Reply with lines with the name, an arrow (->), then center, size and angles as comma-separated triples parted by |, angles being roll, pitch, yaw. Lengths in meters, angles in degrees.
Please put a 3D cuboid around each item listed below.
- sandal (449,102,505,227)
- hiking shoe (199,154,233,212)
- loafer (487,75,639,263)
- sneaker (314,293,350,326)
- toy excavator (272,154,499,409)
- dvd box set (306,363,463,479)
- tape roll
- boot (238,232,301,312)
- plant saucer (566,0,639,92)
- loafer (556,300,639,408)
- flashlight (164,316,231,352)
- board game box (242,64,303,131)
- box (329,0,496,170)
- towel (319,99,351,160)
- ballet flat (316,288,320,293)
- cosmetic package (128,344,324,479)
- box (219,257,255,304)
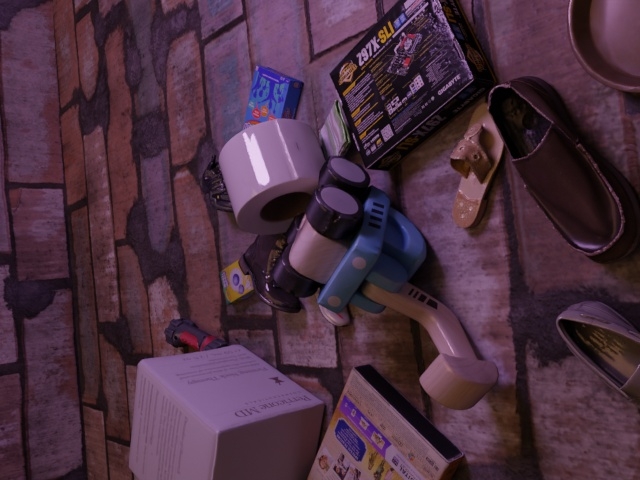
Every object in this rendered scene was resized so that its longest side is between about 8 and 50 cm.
sandal -> 0.278, -0.139, 1.193 | 0.088, 0.079, 0.240 | 22, 108, 46
hiking shoe -> -0.278, -0.162, 1.828 | 0.227, 0.086, 0.114 | 40, 124, 41
loafer -> 0.374, -0.118, 1.045 | 0.134, 0.130, 0.366 | -49, 57, 38
sneaker -> 0.029, 0.126, 1.510 | 0.161, 0.057, 0.075 | 62, 139, 30
toy excavator -> 0.141, 0.080, 1.275 | 0.222, 0.445, 0.433 | -60, 7, 33
dvd box set -> 0.117, 0.536, 1.427 | 0.307, 0.062, 0.420 | 39, 120, 41
tape roll -> -0.100, -0.145, 1.497 | 0.246, 0.246, 0.169 | -43, 57, 41
boot -> -0.099, 0.031, 1.636 | 0.263, 0.091, 0.229 | 45, 116, 29
plant saucer -> 0.506, -0.359, 0.950 | 0.278, 0.041, 0.278 | 2, 93, 48
loafer -> 0.488, 0.208, 0.944 | 0.319, 0.111, 0.112 | 41, 121, 40
flashlight -> -0.381, 0.323, 1.961 | 0.304, 0.103, 0.103 | 11, 103, 47
board game box -> -0.133, -0.337, 1.680 | 0.160, 0.047, 0.210 | 34, 117, 43
box -> 0.173, -0.332, 1.307 | 0.322, 0.079, 0.257 | -38, 62, 43
towel -> 0.030, -0.239, 1.470 | 0.152, 0.023, 0.113 | 122, 134, -68
ballet flat -> -0.020, 0.091, 1.491 | 0.213, 0.072, 0.068 | 12, 99, 54
cosmetic package -> -0.252, 0.508, 1.648 | 0.394, 0.329, 0.327 | 22, 108, 45
box -> -0.229, 0.114, 1.820 | 0.179, 0.043, 0.105 | -33, 67, 46
